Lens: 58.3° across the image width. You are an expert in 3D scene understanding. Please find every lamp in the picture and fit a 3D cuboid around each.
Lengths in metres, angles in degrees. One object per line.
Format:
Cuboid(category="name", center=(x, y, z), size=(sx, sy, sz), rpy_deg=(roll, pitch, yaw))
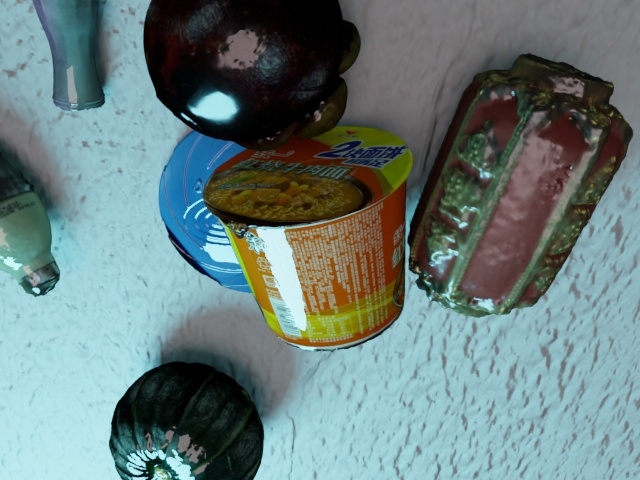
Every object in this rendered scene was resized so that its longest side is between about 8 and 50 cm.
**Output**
Cuboid(category="lamp", center=(-0.405, -0.043, 0.713), size=(0.101, 0.101, 0.250), rpy_deg=(-28, 98, 18))
Cuboid(category="lamp", center=(0.193, -0.050, 0.600), size=(0.177, 0.177, 0.274), rpy_deg=(19, 117, -3))

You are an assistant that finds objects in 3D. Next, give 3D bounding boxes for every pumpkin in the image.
Cuboid(category="pumpkin", center=(-0.187, 0.277, 0.806), size=(0.220, 0.162, 0.221), rpy_deg=(6, 112, 15))

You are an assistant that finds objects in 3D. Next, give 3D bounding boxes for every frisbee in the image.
Cuboid(category="frisbee", center=(-0.086, -0.033, 0.709), size=(0.241, 0.045, 0.242), rpy_deg=(3, 115, 6))

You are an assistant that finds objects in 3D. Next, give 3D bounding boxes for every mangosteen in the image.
Cuboid(category="mangosteen", center=(-0.067, -0.184, 0.555), size=(0.209, 0.210, 0.210), rpy_deg=(3, 116, 5))

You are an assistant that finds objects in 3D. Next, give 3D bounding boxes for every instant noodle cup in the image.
Cuboid(category="instant noodle cup", center=(0.000, 0.000, 0.604), size=(0.213, 0.213, 0.174), rpy_deg=(-6, 122, 9))

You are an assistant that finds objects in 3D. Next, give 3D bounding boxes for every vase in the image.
Cuboid(category="vase", center=(-0.268, -0.249, 0.606), size=(0.086, 0.086, 0.214), rpy_deg=(8, 121, 3))
